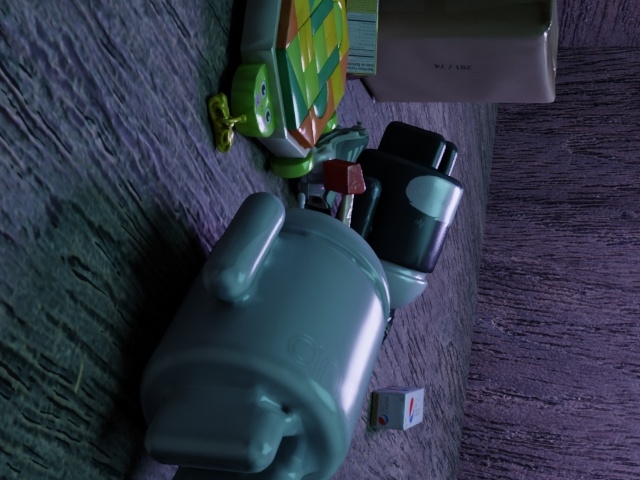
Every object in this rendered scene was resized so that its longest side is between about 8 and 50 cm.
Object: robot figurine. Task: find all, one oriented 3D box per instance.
[{"bbox_3d":[-0.045,0.104,0.902,0.353,0.199,0.300,-67,155,-49],"label":"robot figurine"},{"bbox_3d":[0.108,-0.035,1.396,0.173,0.209,0.278,27,-82,66],"label":"robot figurine"}]

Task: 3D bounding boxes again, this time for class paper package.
[{"bbox_3d":[0.222,-0.348,1.507,0.309,0.324,0.168,40,54,-69],"label":"paper package"}]

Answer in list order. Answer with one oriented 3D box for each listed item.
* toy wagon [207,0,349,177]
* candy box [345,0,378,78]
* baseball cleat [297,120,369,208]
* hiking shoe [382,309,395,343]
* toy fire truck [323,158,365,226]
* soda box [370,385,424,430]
[{"bbox_3d":[-0.039,-0.209,1.098,0.344,0.068,0.267,-65,153,-52],"label":"toy wagon"},{"bbox_3d":[0.043,-0.325,1.307,0.109,0.053,0.187,-159,-108,-74],"label":"candy box"},{"bbox_3d":[0.011,-0.107,1.314,0.206,0.072,0.110,-31,130,-59],"label":"baseball cleat"},{"bbox_3d":[0.090,0.125,1.568,0.227,0.086,0.114,62,31,-62],"label":"hiking shoe"},{"bbox_3d":[0.000,0.000,1.209,0.135,0.047,0.192,-23,118,-41],"label":"toy fire truck"},{"bbox_3d":[0.160,0.340,1.878,0.216,0.069,0.074,21,72,-74],"label":"soda box"}]
